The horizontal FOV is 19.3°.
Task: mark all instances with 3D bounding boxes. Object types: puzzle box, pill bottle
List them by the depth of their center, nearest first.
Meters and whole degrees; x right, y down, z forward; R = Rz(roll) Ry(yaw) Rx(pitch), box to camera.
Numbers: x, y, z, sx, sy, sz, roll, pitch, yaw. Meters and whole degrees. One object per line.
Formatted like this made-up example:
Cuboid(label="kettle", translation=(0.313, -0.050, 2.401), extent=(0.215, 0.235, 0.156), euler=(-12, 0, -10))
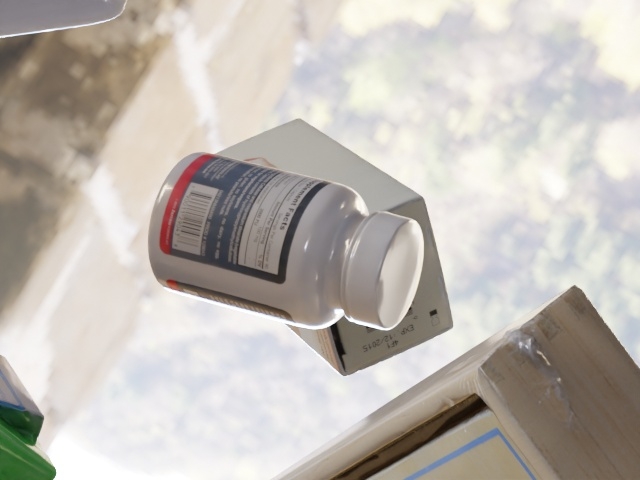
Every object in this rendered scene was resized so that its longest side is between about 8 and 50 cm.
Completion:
Cuboid(label="puzzle box", translation=(0.067, 0.197, 0.745), extent=(0.272, 0.052, 0.409), euler=(54, 151, 4))
Cuboid(label="pill bottle", translation=(-0.023, 0.005, 1.361), extent=(0.180, 0.108, 0.108), euler=(14, 167, 23))

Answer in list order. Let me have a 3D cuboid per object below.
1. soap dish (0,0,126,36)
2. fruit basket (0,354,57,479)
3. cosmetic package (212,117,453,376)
Cuboid(label="soap dish", translation=(-0.287, -0.277, 1.519), extent=(0.291, 0.229, 0.118), euler=(-12, -140, -31))
Cuboid(label="fruit basket", translation=(-0.383, 0.111, 1.473), extent=(0.353, 0.165, 0.327), euler=(39, 180, -30))
Cuboid(label="cosmetic package", translation=(0.000, 0.000, 1.876), extent=(0.296, 0.129, 0.153), euler=(37, 146, 62))
